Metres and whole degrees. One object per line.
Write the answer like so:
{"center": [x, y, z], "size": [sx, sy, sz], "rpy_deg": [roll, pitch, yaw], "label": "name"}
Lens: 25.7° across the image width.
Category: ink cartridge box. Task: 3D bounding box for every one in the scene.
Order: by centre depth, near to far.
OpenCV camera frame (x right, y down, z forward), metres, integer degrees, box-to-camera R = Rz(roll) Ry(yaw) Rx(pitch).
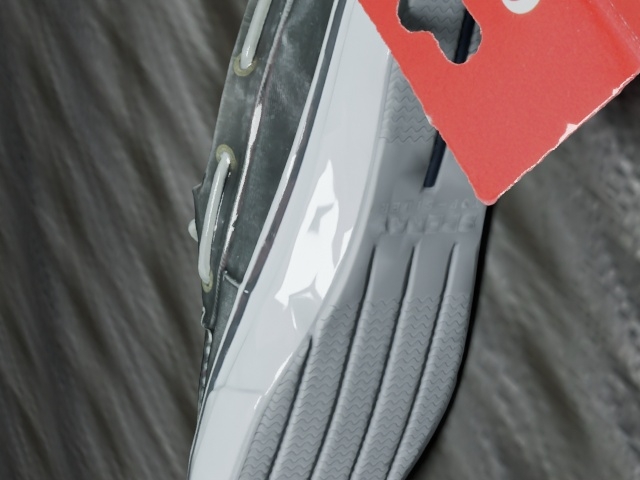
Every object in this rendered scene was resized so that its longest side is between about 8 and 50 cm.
{"center": [0.086, -0.151, 0.477], "size": [0.225, 0.056, 0.181], "rpy_deg": [-41, 54, 21], "label": "ink cartridge box"}

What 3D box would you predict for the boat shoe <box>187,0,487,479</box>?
{"center": [0.000, 0.000, 0.647], "size": [0.119, 0.121, 0.335], "rpy_deg": [32, 110, 45], "label": "boat shoe"}
